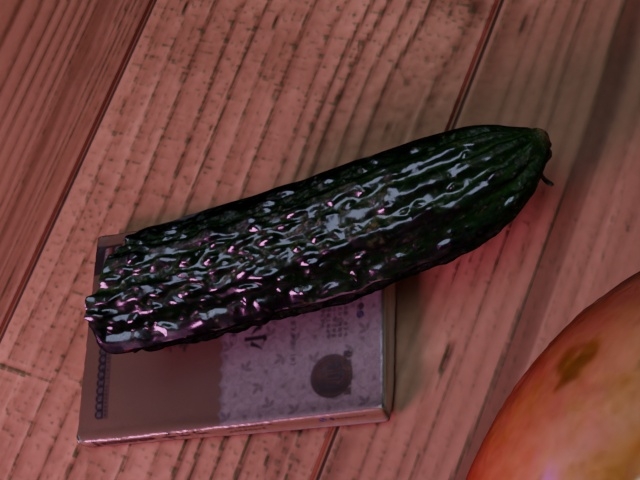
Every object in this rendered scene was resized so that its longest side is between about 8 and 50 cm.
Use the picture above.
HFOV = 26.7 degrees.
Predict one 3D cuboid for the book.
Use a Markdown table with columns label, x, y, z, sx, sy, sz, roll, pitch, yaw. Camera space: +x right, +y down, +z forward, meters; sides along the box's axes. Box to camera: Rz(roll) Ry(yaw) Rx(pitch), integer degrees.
| label | x | y | z | sx | sy | sz | roll | pitch | yaw |
| --- | --- | --- | --- | --- | --- | --- | --- | --- | --- |
| book | -0.050 | 0.047 | 0.793 | 0.199 | 0.016 | 0.138 | -9 | 64 | 22 |

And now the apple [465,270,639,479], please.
| label | x | y | z | sx | sy | sz | roll | pitch | yaw |
| --- | --- | --- | --- | --- | --- | --- | --- | --- | --- |
| apple | 0.208 | 0.160 | 0.437 | 0.364 | 0.364 | 0.363 | -10 | 64 | 21 |

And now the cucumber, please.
| label | x | y | z | sx | sy | sz | roll | pitch | yaw |
| --- | --- | --- | --- | --- | --- | --- | --- | --- | --- |
| cucumber | 0.001 | 0.001 | 0.738 | 0.265 | 0.077 | 0.077 | -16 | 62 | 17 |
